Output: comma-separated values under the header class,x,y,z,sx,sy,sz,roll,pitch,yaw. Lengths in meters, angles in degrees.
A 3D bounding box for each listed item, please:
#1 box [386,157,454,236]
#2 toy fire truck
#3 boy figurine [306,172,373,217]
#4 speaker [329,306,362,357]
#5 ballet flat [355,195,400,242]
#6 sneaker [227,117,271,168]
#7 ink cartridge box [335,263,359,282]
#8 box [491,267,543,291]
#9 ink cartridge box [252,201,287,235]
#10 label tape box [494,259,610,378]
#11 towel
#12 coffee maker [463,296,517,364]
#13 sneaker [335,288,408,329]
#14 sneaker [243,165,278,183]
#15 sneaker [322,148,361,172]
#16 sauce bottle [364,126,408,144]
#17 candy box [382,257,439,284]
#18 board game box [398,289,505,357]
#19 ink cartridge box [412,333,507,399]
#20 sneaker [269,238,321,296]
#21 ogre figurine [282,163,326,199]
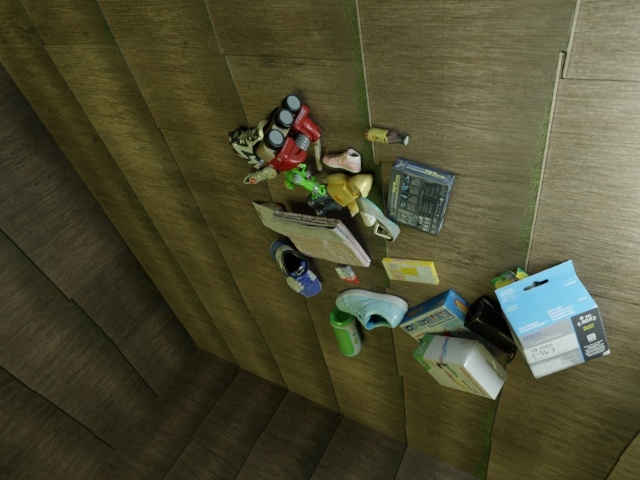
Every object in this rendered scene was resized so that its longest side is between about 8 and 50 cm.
class,x,y,z,sx,sy,sz,roll,pitch,yaw
box,0.307,-0.133,1.357,0.184,0.059,0.232,21,143,20
toy fire truck,-0.070,-0.298,1.373,0.246,0.216,0.159,32,154,-22
boy figurine,0.081,-0.157,1.496,0.285,0.092,0.177,-13,120,51
speaker,0.130,0.455,2.137,0.131,0.131,0.296,13,139,30
ballet flat,0.184,-0.063,1.419,0.213,0.068,0.072,36,165,-31
sneaker,-0.260,-0.368,1.531,0.153,0.094,0.235,27,155,-1
ink cartridge box,0.118,0.153,1.876,0.063,0.029,0.115,-4,129,42
box,0.664,0.161,1.413,0.179,0.043,0.105,34,146,-2
ink cartridge box,-0.208,-0.105,1.862,0.179,0.045,0.145,27,149,45
label tape box,0.716,0.255,1.326,0.241,0.105,0.333,-26,119,14
towel,0.000,0.000,1.712,0.332,0.053,0.317,10,155,35
coffee maker,0.612,0.308,1.515,0.178,0.171,0.120,31,118,3
sneaker,0.194,0.311,1.891,0.366,0.150,0.135,-4,128,43
sneaker,-0.234,-0.246,1.669,0.161,0.075,0.057,0,132,41
sneaker,0.071,-0.273,1.404,0.135,0.051,0.070,19,140,18
sauce bottle,0.194,-0.306,1.266,0.128,0.042,0.042,17,141,27
candy box,0.343,0.116,1.644,0.206,0.027,0.105,4,137,38
board game box,0.527,0.364,1.727,0.302,0.086,0.308,39,145,-4
ink cartridge box,0.524,0.471,1.631,0.201,0.117,0.278,47,156,-15
sneaker,-0.102,0.146,1.912,0.315,0.128,0.182,56,173,-25
ogre figurine,-0.065,-0.214,1.485,0.118,0.197,0.097,24,123,-32
